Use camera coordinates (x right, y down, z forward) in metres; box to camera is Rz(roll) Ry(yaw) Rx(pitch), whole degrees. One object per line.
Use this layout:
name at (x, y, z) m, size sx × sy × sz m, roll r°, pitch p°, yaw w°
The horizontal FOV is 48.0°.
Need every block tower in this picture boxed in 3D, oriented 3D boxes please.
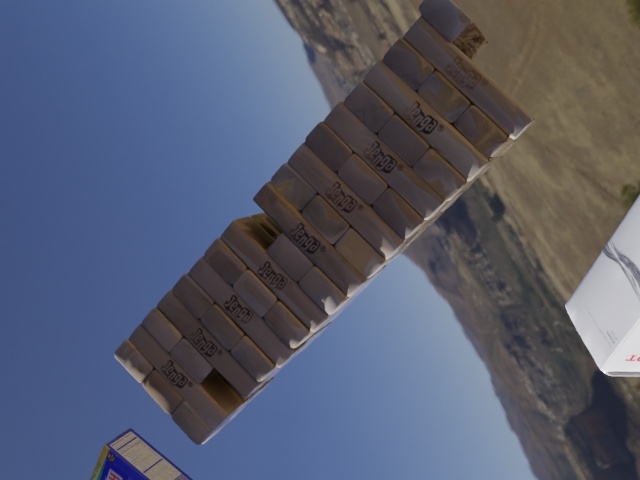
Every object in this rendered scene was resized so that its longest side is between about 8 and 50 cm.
block tower at (0.000, 0.000, 0.484) m, size 0.097 × 0.335 × 0.091 m, roll 44°, pitch -163°, yaw 7°

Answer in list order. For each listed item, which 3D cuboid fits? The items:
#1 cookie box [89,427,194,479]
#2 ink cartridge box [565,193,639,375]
cookie box at (-0.170, 0.250, 0.685) m, size 0.107 × 0.092 × 0.040 m, roll 33°, pitch -157°, yaw 17°
ink cartridge box at (0.453, 0.028, 0.844) m, size 0.117 × 0.207 × 0.283 m, roll -105°, pitch 26°, yaw -45°
